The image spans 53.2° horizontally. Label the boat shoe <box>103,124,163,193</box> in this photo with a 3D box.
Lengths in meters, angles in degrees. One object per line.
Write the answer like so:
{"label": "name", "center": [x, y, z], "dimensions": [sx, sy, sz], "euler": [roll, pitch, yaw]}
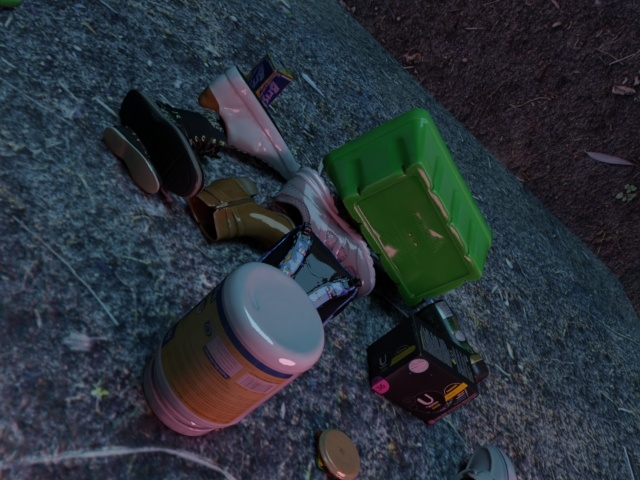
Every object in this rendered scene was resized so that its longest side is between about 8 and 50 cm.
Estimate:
{"label": "boat shoe", "center": [-0.291, -0.132, 1.018], "dimensions": [0.133, 0.049, 0.042], "euler": [49, 35, 11]}

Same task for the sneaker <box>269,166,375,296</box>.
{"label": "sneaker", "center": [0.000, 0.000, 1.261], "dimensions": [0.115, 0.105, 0.281], "euler": [-33, 87, -27]}

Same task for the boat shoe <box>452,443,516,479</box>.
{"label": "boat shoe", "center": [0.257, 0.427, 1.062], "dimensions": [0.088, 0.096, 0.267], "euler": [49, 35, -10]}

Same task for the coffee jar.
{"label": "coffee jar", "center": [0.264, 0.222, 1.325], "dimensions": [0.079, 0.096, 0.184], "euler": [0, 55, -53]}

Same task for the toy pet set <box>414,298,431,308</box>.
{"label": "toy pet set", "center": [0.260, 0.146, 1.450], "dimensions": [0.114, 0.065, 0.122], "euler": [53, 27, 9]}

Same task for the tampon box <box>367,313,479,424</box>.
{"label": "tampon box", "center": [0.185, 0.236, 1.163], "dimensions": [0.161, 0.120, 0.101], "euler": [35, 30, -25]}

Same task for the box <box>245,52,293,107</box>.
{"label": "box", "center": [-0.138, -0.307, 1.337], "dimensions": [0.054, 0.169, 0.059], "euler": [14, 42, -49]}

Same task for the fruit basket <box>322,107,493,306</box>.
{"label": "fruit basket", "center": [0.175, -0.086, 1.382], "dimensions": [0.392, 0.282, 0.392], "euler": [53, 21, -32]}

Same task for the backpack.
{"label": "backpack", "center": [-0.046, 0.084, 1.028], "dimensions": [0.158, 0.117, 0.173], "euler": [47, 59, 0]}

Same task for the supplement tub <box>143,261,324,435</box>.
{"label": "supplement tub", "center": [-0.108, 0.136, 0.775], "dimensions": [0.144, 0.199, 0.144], "euler": [36, 29, -24]}

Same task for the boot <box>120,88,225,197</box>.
{"label": "boot", "center": [-0.221, -0.162, 1.107], "dimensions": [0.178, 0.085, 0.236], "euler": [4, 42, -55]}

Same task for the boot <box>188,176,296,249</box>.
{"label": "boot", "center": [-0.130, -0.021, 1.100], "dimensions": [0.197, 0.073, 0.152], "euler": [48, 31, 8]}

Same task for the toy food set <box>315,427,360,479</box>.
{"label": "toy food set", "center": [0.026, 0.313, 0.939], "dimensions": [0.082, 0.020, 0.083], "euler": [40, 29, -15]}

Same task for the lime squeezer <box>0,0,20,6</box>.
{"label": "lime squeezer", "center": [-0.579, -0.377, 0.929], "dimensions": [0.110, 0.059, 0.310], "euler": [30, 14, 38]}

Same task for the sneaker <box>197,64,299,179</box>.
{"label": "sneaker", "center": [-0.148, -0.215, 1.307], "dimensions": [0.290, 0.123, 0.106], "euler": [53, 6, -41]}
